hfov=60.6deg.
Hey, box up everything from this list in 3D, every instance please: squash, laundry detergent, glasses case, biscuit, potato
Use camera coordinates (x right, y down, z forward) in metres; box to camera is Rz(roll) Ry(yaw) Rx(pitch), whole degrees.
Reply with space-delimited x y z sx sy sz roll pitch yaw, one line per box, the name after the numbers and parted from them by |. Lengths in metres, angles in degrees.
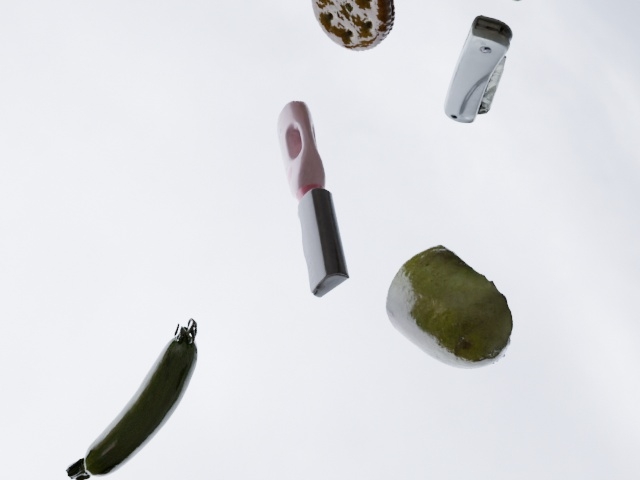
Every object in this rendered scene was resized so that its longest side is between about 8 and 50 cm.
-0.278 0.267 0.875 0.080 0.071 0.318 37 -93 19 | squash
-0.040 -0.184 1.333 0.088 0.159 0.335 -3 -126 -16 | laundry detergent
-0.001 -0.001 0.933 0.042 0.072 0.190 20 -136 -35 | glasses case
0.074 -0.538 1.244 0.220 0.220 0.066 47 -121 -9 | biscuit
0.336 0.215 1.441 0.213 0.280 0.330 -17 -72 -21 | potato

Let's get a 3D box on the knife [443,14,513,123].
0.228 -0.238 0.799 0.073 0.265 0.040 23 -97 11 | knife
